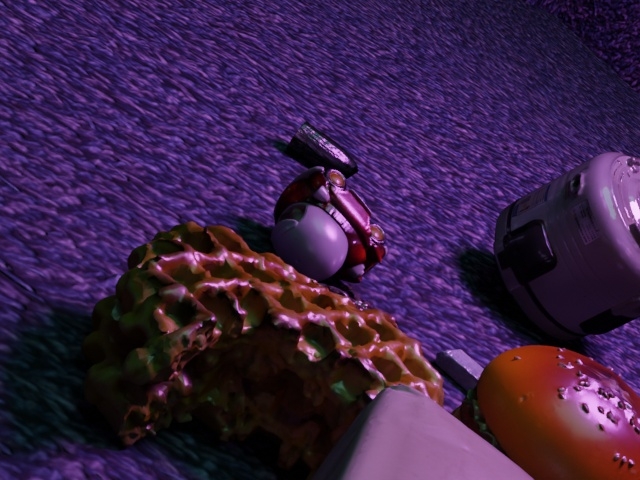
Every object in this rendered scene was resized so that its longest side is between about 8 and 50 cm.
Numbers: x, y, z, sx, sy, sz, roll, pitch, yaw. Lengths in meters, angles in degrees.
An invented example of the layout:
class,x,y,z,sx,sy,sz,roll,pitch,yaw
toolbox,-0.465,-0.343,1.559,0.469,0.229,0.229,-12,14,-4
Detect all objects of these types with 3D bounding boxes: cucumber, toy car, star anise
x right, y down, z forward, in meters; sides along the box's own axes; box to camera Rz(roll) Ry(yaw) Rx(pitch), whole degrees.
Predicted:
class,x,y,z,sx,sy,sz,roll,pitch,yaw
cucumber,0.005,-0.117,1.872,0.105,0.048,0.048,35,22,-10
toy car,0.000,0.000,1.566,0.139,0.112,0.112,43,37,-3
star anise,0.031,0.085,1.500,0.141,0.042,0.141,28,22,-12

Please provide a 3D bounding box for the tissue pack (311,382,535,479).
class,x,y,z,sx,sy,sz,roll,pitch,yaw
tissue pack,0.082,0.307,0.897,0.297,0.207,0.380,35,22,-1

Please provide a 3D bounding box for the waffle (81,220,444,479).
class,x,y,z,sx,sy,sz,roll,pitch,yaw
waffle,-0.041,0.121,1.194,0.324,0.151,0.261,31,25,-11

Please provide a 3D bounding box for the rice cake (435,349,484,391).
class,x,y,z,sx,sy,sz,roll,pitch,yaw
rice cake,0.203,0.180,1.564,0.170,0.029,0.033,38,29,13

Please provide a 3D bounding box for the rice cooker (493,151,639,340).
class,x,y,z,sx,sy,sz,roll,pitch,yaw
rice cooker,0.359,0.015,1.852,0.226,0.244,0.226,28,48,-37

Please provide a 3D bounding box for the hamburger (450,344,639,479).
class,x,y,z,sx,sy,sz,roll,pitch,yaw
hamburger,0.251,0.206,1.391,0.246,0.170,0.246,26,25,-13
